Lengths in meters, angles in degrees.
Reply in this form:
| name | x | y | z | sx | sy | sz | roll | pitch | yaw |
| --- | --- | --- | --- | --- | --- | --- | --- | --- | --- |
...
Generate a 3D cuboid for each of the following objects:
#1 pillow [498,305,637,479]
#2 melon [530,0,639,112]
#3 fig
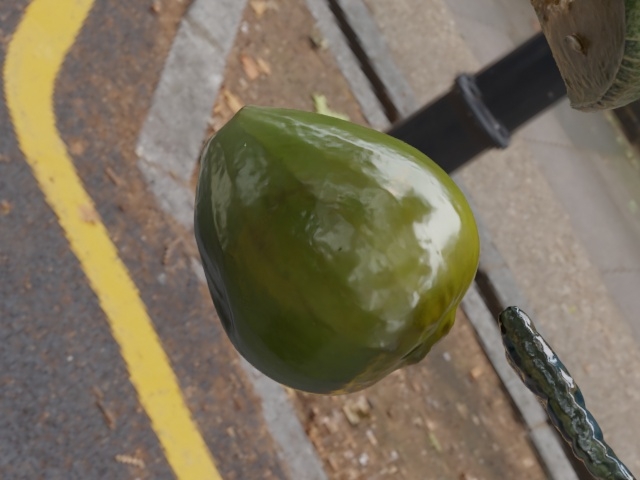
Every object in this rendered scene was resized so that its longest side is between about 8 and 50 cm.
| name | x | y | z | sx | sy | sz | roll | pitch | yaw |
| --- | --- | --- | --- | --- | --- | --- | --- | --- | --- |
| pillow | 0.203 | 0.162 | 0.875 | 0.256 | 0.034 | 0.189 | 57 | 6 | 17 |
| melon | 0.190 | -0.130 | 0.787 | 0.098 | 0.054 | 0.182 | 58 | -1 | -8 |
| fig | 0.000 | 0.009 | 0.932 | 0.230 | 0.207 | 0.207 | 24 | 17 | 21 |
